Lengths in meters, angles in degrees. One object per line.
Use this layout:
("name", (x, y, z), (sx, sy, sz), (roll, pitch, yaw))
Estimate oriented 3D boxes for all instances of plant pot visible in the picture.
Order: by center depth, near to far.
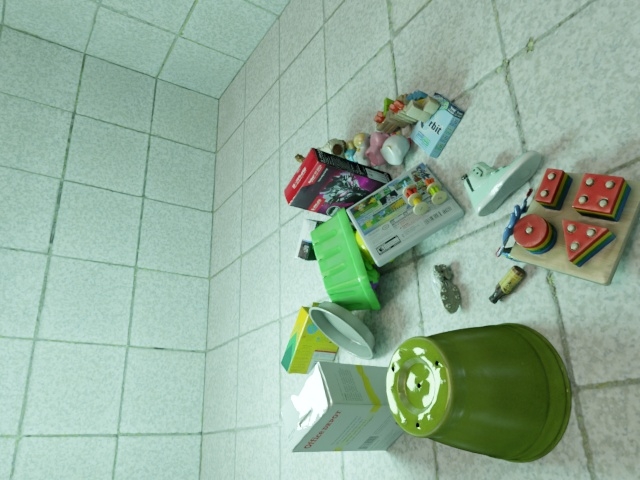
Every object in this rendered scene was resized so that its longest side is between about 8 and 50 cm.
("plant pot", (0.373, 0.381, 1.338), (0.366, 0.352, 0.367), (-26, 58, 52))

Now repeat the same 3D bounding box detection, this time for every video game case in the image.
("video game case", (0.281, -0.097, 1.799), (0.328, 0.036, 0.300), (-32, 44, 7))

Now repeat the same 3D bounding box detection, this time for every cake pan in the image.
("cake pan", (0.087, 0.331, 1.940), (0.054, 0.293, 0.293), (-49, 22, -23))

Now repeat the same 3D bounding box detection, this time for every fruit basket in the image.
("fruit basket", (0.171, 0.048, 1.953), (0.391, 0.283, 0.393), (-9, 53, 13))

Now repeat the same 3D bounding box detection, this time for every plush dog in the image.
("plush dog", (0.029, -0.334, 2.289), (0.210, 0.225, 0.263), (25, 111, 33))

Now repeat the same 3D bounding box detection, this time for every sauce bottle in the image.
("sauce bottle", (0.527, 0.128, 1.478), (0.128, 0.042, 0.042), (-61, 35, 30))

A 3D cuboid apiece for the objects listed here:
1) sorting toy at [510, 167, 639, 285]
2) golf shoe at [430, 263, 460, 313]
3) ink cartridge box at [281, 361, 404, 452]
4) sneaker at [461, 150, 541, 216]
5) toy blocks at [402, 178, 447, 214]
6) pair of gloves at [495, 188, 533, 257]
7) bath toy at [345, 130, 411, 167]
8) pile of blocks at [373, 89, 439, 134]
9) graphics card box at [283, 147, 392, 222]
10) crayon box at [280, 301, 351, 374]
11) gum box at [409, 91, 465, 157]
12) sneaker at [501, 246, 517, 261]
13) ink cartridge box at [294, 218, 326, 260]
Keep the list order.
("sorting toy", (0.612, -0.052, 1.280), (0.257, 0.089, 0.256), (21, 87, 51))
("golf shoe", (0.396, 0.165, 1.675), (0.086, 0.069, 0.176), (110, 158, -54))
("ink cartridge box", (0.106, 0.544, 1.687), (0.279, 0.384, 0.161), (-57, 37, 31))
("sneaker", (0.522, -0.206, 1.542), (0.256, 0.094, 0.151), (-52, 46, 40))
("toy blocks", (0.342, -0.169, 1.752), (0.123, 0.054, 0.148), (-30, 44, 10))
("pair of gloves", (0.526, -0.053, 1.416), (0.023, 0.198, 0.159), (26, 136, 20))
("bath toy", (0.231, -0.368, 2.067), (0.348, 0.129, 0.152), (8, 131, 61))
("pile of blocks", (0.300, -0.504, 1.949), (0.362, 0.112, 0.149), (2, 75, 67))
("graphics card box", (0.075, -0.199, 2.012), (0.233, 0.370, 0.094), (-53, 39, 34))
("crayon box", (-0.014, 0.389, 2.119), (0.081, 0.202, 0.319), (39, 111, 56))
("gum box", (0.411, -0.411, 1.853), (0.185, 0.041, 0.157), (-62, 33, 25))
("sneaker", (0.580, 0.008, 1.416), (0.188, 0.067, 0.078), (-29, 49, 46))
("ink cartridge box", (0.000, 0.000, 2.206), (0.065, 0.332, 0.166), (15, 96, 20))
